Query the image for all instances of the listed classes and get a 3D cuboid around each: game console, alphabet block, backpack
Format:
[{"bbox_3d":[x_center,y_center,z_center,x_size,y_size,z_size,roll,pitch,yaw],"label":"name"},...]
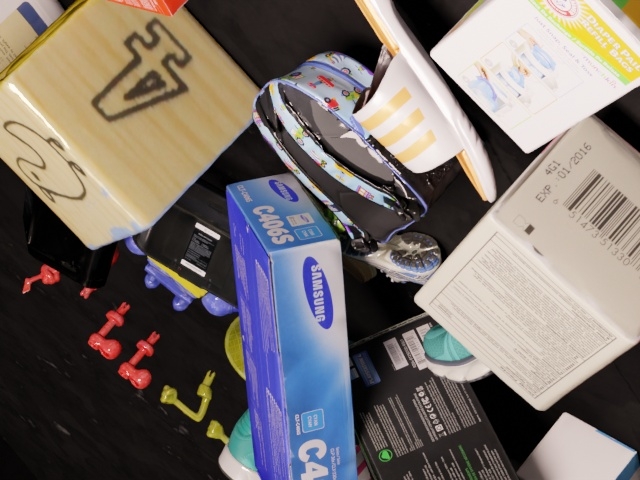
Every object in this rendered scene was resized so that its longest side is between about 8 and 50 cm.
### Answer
[{"bbox_3d":[-0.184,-0.022,2.097,0.361,0.044,0.213,29,111,30],"label":"game console"},{"bbox_3d":[-0.204,-0.132,1.894,0.197,0.193,0.192,47,157,-12],"label":"alphabet block"},{"bbox_3d":[0.032,-0.093,1.660,0.173,0.117,0.158,42,159,-3],"label":"backpack"}]

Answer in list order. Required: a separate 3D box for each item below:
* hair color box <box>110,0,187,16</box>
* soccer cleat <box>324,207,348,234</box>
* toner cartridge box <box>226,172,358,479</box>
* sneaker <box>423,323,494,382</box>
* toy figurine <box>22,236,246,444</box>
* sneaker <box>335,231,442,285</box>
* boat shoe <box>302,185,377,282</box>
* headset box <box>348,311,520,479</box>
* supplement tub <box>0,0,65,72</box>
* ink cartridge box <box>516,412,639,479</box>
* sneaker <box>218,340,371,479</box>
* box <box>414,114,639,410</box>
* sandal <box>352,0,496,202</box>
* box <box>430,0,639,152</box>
[{"bbox_3d":[-0.165,-0.253,1.757,0.141,0.072,0.043,21,151,45],"label":"hair color box"},{"bbox_3d":[0.049,-0.034,1.828,0.179,0.072,0.060,-158,67,-74],"label":"soccer cleat"},{"bbox_3d":[-0.026,0.124,1.939,0.165,0.075,0.347,-126,28,-58],"label":"toner cartridge box"},{"bbox_3d":[0.169,0.058,1.783,0.110,0.107,0.275,61,154,3],"label":"sneaker"},{"bbox_3d":[-0.147,0.059,2.187,0.362,0.191,0.217,40,154,2],"label":"toy figurine"},{"bbox_3d":[0.068,0.017,1.905,0.135,0.052,0.058,24,156,40],"label":"sneaker"},{"bbox_3d":[0.000,0.000,1.994,0.135,0.045,0.050,44,159,-6],"label":"boat shoe"},{"bbox_3d":[0.129,0.262,2.024,0.283,0.131,0.246,70,176,-52],"label":"headset box"},{"bbox_3d":[-0.438,-0.165,2.060,0.228,0.316,0.228,36,158,17],"label":"supplement tub"},{"bbox_3d":[0.271,0.265,1.973,0.092,0.090,0.143,27,154,33],"label":"ink cartridge box"},{"bbox_3d":[0.038,0.208,2.234,0.295,0.178,0.124,9,-156,-35],"label":"sneaker"},{"bbox_3d":[0.192,0.022,1.527,0.148,0.127,0.232,42,159,3],"label":"box"},{"bbox_3d":[0.050,-0.133,1.540,0.265,0.076,0.102,57,-178,-5],"label":"sandal"},{"bbox_3d":[0.178,-0.155,1.289,0.103,0.114,0.203,45,158,-5],"label":"box"}]
